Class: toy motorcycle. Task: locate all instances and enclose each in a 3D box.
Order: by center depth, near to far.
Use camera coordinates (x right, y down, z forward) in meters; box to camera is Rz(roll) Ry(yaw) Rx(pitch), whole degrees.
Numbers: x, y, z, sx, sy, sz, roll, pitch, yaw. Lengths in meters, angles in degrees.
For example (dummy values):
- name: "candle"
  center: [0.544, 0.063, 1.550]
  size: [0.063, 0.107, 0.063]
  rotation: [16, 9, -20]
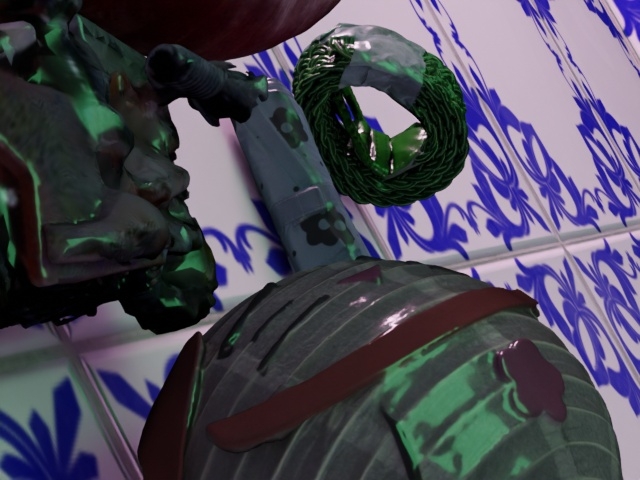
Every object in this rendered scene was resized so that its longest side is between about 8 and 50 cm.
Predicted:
- name: "toy motorcycle"
  center: [-0.121, -0.049, 0.875]
  size: [0.401, 0.134, 0.207]
  rotation: [5, 65, -65]

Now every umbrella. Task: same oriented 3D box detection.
- name: "umbrella"
  center: [0.000, 0.001, 1.189]
  size: [0.250, 0.052, 0.053]
  rotation: [66, 13, 20]

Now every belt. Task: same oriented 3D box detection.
- name: "belt"
  center: [0.043, -0.101, 1.327]
  size: [0.151, 0.121, 0.079]
  rotation: [41, 28, -28]

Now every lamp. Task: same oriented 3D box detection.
- name: "lamp"
  center: [0.026, 0.119, 0.855]
  size: [0.265, 0.233, 0.233]
  rotation: [-13, 73, -55]

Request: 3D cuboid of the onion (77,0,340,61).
- name: "onion"
  center: [-0.121, -0.261, 1.011]
  size: [0.348, 0.285, 0.347]
  rotation: [12, 72, -41]
